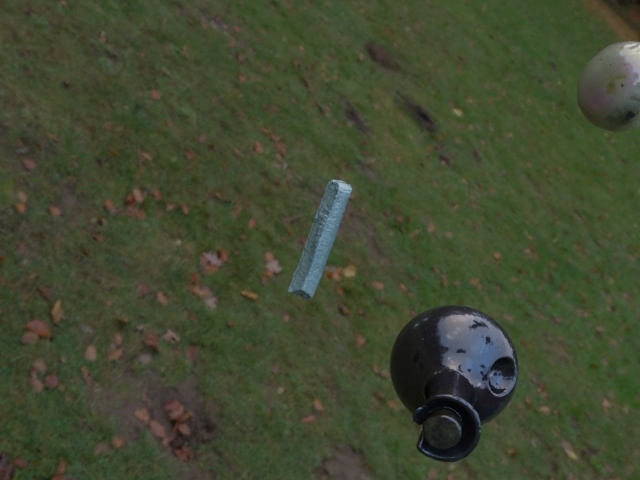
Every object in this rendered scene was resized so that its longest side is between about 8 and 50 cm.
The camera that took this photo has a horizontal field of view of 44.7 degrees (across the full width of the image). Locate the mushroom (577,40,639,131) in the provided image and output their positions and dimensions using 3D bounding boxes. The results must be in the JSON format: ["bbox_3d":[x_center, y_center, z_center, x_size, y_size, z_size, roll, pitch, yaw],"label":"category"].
[{"bbox_3d":[0.275,-0.138,0.707,0.068,0.083,0.083,13,41,-40],"label":"mushroom"}]

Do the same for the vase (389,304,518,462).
[{"bbox_3d":[0.115,0.130,0.692,0.120,0.120,0.183,45,19,0],"label":"vase"}]

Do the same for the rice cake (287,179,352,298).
[{"bbox_3d":[-0.001,0.000,1.047,0.033,0.170,0.029,9,16,-47],"label":"rice cake"}]
